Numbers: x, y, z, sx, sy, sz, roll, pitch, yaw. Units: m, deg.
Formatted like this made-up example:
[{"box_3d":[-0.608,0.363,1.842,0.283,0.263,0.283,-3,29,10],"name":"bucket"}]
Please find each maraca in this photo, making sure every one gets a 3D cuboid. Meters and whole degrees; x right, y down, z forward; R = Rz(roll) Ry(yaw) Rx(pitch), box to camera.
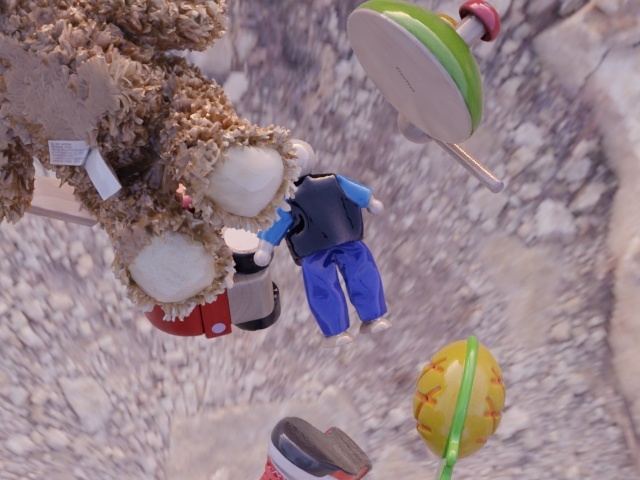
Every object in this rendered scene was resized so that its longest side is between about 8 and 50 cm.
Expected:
[{"box_3d":[0.147,0.192,1.939,0.099,0.127,0.186,12,64,4],"name":"maraca"}]

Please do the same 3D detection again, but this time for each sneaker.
[{"box_3d":[-0.033,0.271,1.917,0.145,0.270,0.090,-46,76,4],"name":"sneaker"}]

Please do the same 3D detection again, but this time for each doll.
[{"box_3d":[0.000,0.000,1.605,0.129,0.046,0.189,-19,95,-13],"name":"doll"}]

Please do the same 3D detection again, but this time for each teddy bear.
[{"box_3d":[-0.160,-0.100,1.301,0.338,0.113,0.245,28,113,20],"name":"teddy bear"}]

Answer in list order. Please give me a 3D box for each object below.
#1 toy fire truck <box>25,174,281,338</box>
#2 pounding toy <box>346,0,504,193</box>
[{"box_3d":[-0.182,-0.006,1.859,0.246,0.158,0.217,-13,46,-7],"name":"toy fire truck"},{"box_3d":[0.138,-0.189,1.917,0.110,0.237,0.183,-43,46,-15],"name":"pounding toy"}]
